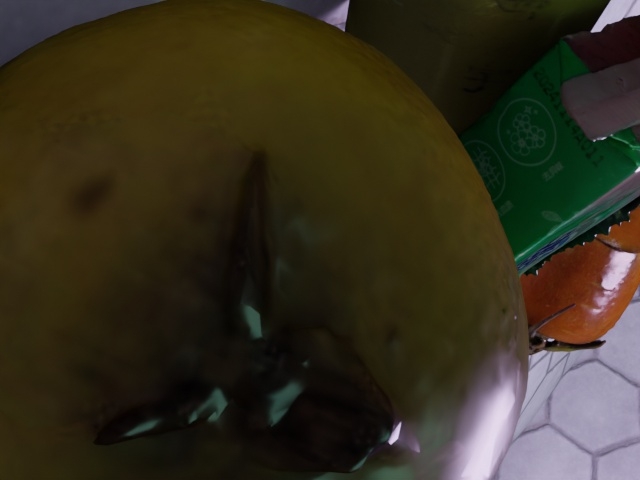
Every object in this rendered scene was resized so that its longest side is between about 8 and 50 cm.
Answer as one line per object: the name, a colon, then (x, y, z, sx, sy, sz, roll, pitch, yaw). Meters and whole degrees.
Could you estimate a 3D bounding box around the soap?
soap: (0.138, -0.040, 0.634, 0.217, 0.098, 0.273, -18, 163, -37)

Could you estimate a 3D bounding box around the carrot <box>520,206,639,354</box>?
carrot: (0.379, 0.054, 1.476, 0.214, 0.193, 0.331, -96, -154, -57)

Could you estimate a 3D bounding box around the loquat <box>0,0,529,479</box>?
loquat: (-0.067, 0.045, 0.518, 0.328, 0.328, 0.359, -54, -162, -6)

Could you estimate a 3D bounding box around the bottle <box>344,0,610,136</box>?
bottle: (0.112, -0.201, 0.575, 0.171, 0.171, 0.351, -49, 171, -16)
